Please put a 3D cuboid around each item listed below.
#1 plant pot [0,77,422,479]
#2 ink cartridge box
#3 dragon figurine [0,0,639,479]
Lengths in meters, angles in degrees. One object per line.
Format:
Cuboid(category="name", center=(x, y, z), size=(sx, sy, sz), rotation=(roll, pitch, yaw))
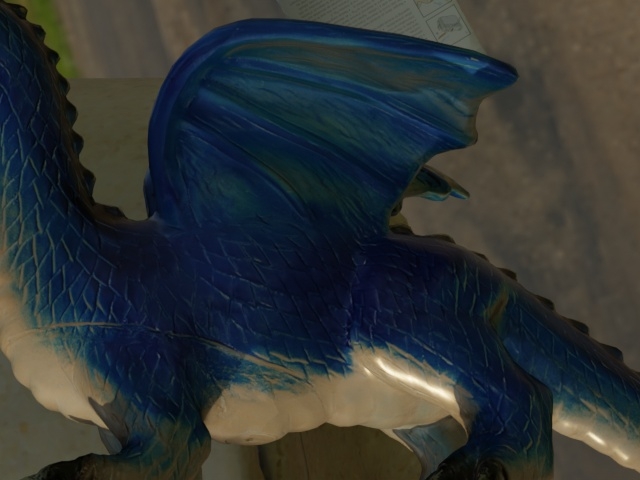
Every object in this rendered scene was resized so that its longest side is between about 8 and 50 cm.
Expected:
Cuboid(category="plant pot", center=(-0.128, 0.066, 0.716), size=(0.334, 0.305, 0.333), rotation=(-7, -90, -72))
Cuboid(category="ink cartridge box", center=(0.012, -0.106, 0.759), size=(0.115, 0.063, 0.029), rotation=(59, -176, -15))
Cuboid(category="dragon figurine", center=(0.000, 0.000, 0.463), size=(0.085, 0.289, 0.144), rotation=(107, 164, -69))
